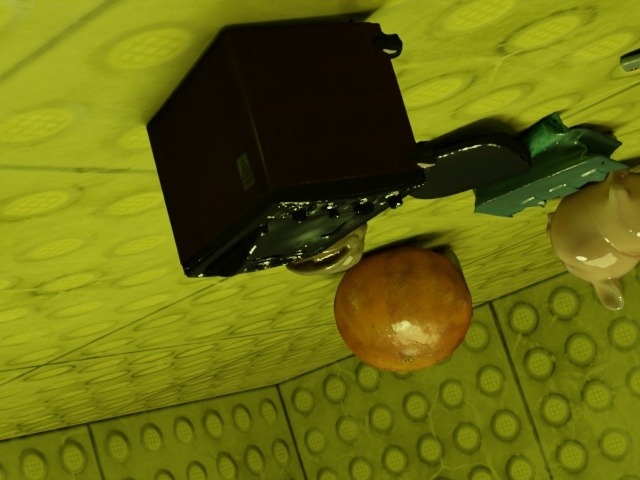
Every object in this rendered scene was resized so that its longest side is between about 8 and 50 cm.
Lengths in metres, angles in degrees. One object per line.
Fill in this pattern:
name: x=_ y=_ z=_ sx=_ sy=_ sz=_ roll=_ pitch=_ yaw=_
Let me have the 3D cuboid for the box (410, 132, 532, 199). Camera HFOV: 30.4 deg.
box: x=0.201 y=-0.106 z=1.714 sx=0.201 sy=0.042 sz=0.212 roll=-14 pitch=166 yaw=25

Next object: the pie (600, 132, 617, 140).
pie: x=0.456 y=-0.157 z=1.967 sx=0.084 sy=0.021 sz=0.084 roll=-16 pitch=169 yaw=-3

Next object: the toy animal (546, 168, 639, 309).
toy animal: x=0.606 y=-0.032 z=2.307 sx=0.326 sy=0.269 sz=0.237 roll=1 pitch=-141 yaw=21

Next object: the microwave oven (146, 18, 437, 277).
microwave oven: x=-0.035 y=-0.077 z=1.131 sx=0.178 sy=0.188 sz=0.247 roll=-12 pitch=167 yaw=-29

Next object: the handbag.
handbag: x=0.371 y=-0.107 z=1.926 sx=0.229 sy=0.062 sz=0.179 roll=-25 pitch=161 yaw=33

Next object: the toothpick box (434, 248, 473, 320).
toothpick box: x=0.189 y=0.136 z=2.606 sx=0.271 sy=0.175 sz=0.175 roll=-17 pitch=170 yaw=11

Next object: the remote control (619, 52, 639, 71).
remote control: x=0.474 y=-0.256 z=1.501 sx=0.184 sy=0.027 sz=0.050 roll=-17 pitch=169 yaw=20

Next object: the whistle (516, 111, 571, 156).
whistle: x=0.309 y=-0.141 z=1.770 sx=0.039 sy=0.039 sz=0.186 roll=-12 pitch=167 yaw=-29

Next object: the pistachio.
pistachio: x=0.000 y=0.000 z=1.828 sx=0.149 sy=0.113 sz=0.113 roll=-5 pitch=174 yaw=19

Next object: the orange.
orange: x=0.167 y=0.142 z=2.387 sx=0.283 sy=0.226 sz=0.284 roll=-4 pitch=145 yaw=-3
